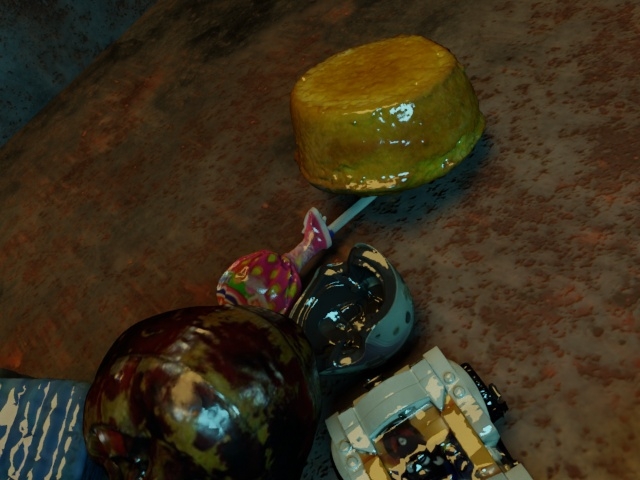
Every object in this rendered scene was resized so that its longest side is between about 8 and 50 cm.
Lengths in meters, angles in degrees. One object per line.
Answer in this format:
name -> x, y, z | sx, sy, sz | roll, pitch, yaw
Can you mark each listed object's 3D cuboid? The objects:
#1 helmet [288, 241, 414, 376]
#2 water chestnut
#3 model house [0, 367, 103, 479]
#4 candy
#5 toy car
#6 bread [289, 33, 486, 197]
helmet -> 0.050, 0.101, 0.762 | 0.177, 0.107, 0.153 | -37, 42, 34
water chestnut -> -0.125, 0.204, 0.659 | 0.289, 0.289, 0.244 | -23, 59, 16
model house -> -0.457, 0.283, 0.663 | 0.400, 0.445, 0.395 | -18, 47, 34
candy -> 0.000, 0.000, 0.905 | 0.365, 0.124, 0.124 | -41, 41, -16
toy car -> 0.131, 0.249, 0.568 | 0.193, 0.118, 0.301 | -33, 43, 2
bread -> 0.090, -0.191, 0.915 | 0.312, 0.172, 0.312 | -14, 34, 9
